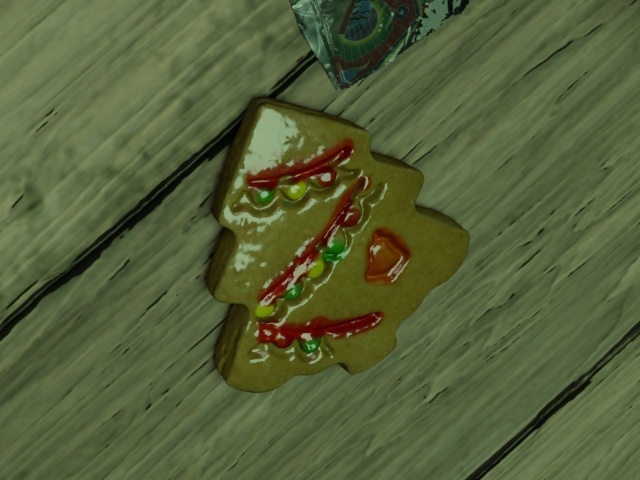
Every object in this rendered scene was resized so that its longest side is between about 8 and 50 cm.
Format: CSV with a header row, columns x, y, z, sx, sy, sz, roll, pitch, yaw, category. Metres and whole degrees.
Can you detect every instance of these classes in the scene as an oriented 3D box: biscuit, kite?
x,y,z,sx,sy,sz,roll,pitch,yaw,category
0.000,0.000,1.331,0.212,0.041,0.238,-30,125,-11,biscuit
0.105,-0.221,1.294,0.285,0.015,0.152,-29,124,-14,kite
